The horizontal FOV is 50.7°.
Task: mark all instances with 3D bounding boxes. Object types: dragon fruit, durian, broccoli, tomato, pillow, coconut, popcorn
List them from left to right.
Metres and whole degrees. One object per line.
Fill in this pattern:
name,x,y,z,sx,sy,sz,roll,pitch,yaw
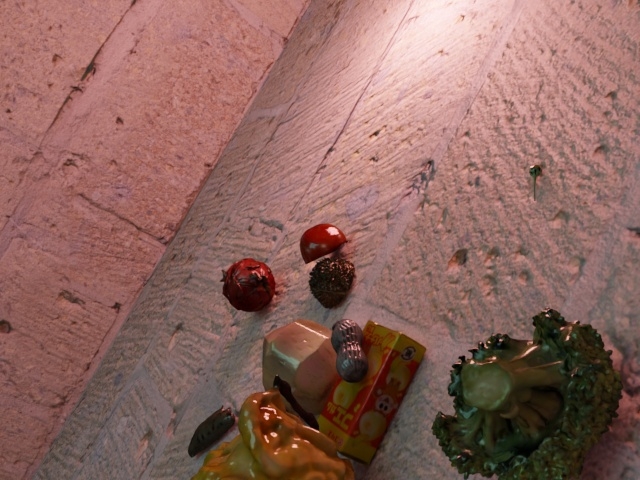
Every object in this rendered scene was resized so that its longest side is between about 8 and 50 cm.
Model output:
pillow,-0.321,0.552,1.994,0.241,0.051,0.093,-45,28,31
dragon fruit,-0.229,0.145,2.155,0.209,0.172,0.172,6,67,53
popcorn,-0.094,0.456,1.299,0.349,0.348,0.382,-18,58,54
coconut,-0.048,0.299,1.600,0.197,0.237,0.236,-37,8,-40
tomato,0.000,0.000,1.914,0.139,0.091,0.159,-30,3,-8
durian,0.012,0.103,1.847,0.188,0.091,0.149,1,62,64
broccoli,0.307,0.241,1.006,0.260,0.235,0.288,17,-84,-80

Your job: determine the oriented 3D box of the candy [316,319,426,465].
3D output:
candy,0.102,0.319,1.441,0.276,0.088,0.146,-62,26,-9

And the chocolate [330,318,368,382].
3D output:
chocolate,0.061,0.230,1.430,0.072,0.072,0.167,-47,27,23

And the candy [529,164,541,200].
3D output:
candy,0.445,-0.119,1.397,0.023,0.025,0.083,-15,59,40

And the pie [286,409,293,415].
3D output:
pie,-0.088,0.435,1.721,0.088,0.033,0.191,-58,29,19
